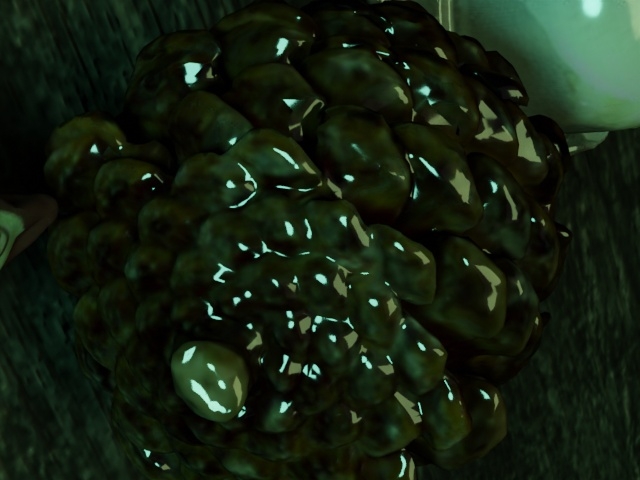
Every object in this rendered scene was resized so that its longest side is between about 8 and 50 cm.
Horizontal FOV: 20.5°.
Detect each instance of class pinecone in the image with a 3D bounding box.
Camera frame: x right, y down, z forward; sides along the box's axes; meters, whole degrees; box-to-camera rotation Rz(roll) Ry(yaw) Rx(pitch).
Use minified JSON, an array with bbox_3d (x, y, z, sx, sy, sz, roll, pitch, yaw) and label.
[{"bbox_3d":[0.000,0.000,0.775,0.272,0.224,0.224,-53,139,-53],"label":"pinecone"}]

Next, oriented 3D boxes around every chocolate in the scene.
[{"bbox_3d":[0.139,-0.119,0.919,0.221,0.147,0.221,-21,120,-43],"label":"chocolate"}]

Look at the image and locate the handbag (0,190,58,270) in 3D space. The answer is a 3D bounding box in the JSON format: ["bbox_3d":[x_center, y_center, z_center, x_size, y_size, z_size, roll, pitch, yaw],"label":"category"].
[{"bbox_3d":[-0.234,0.033,0.613,0.213,0.127,0.235,36,89,-44],"label":"handbag"}]
